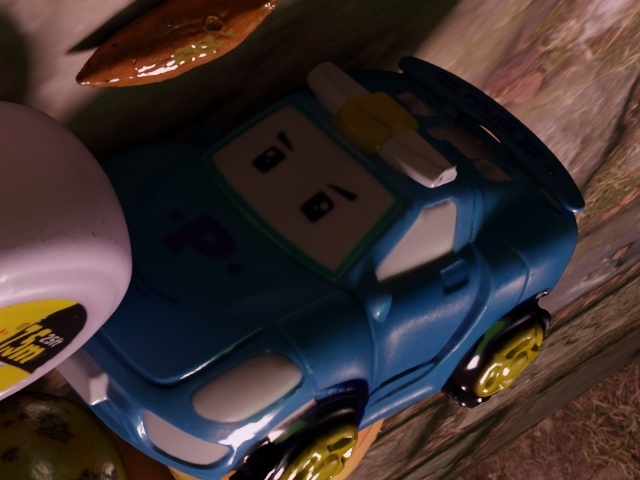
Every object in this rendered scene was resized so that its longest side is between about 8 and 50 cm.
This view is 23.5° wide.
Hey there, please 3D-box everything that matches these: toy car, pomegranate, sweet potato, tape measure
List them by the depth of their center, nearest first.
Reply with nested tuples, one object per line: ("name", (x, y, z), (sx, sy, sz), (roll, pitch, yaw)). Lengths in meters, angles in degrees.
("tape measure", (-0.167, 0.012, 0.632), (0.178, 0.105, 0.196), (-29, 163, 0))
("sweet potato", (-0.064, -0.089, 0.672), (0.095, 0.034, 0.034), (-22, 162, -10))
("toy car", (0.000, 0.000, 0.797), (0.314, 0.198, 0.166), (-20, 144, -43))
("pomegranate", (-0.212, 0.159, 0.937), (0.220, 0.156, 0.156), (22, 127, -35))

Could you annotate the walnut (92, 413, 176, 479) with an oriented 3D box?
("walnut", (-0.127, 0.222, 1.116), (0.193, 0.226, 0.193), (-5, 123, -8))

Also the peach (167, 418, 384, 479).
("peach", (-0.037, 0.091, 1.012), (0.184, 0.184, 0.184), (-33, 165, -10))
